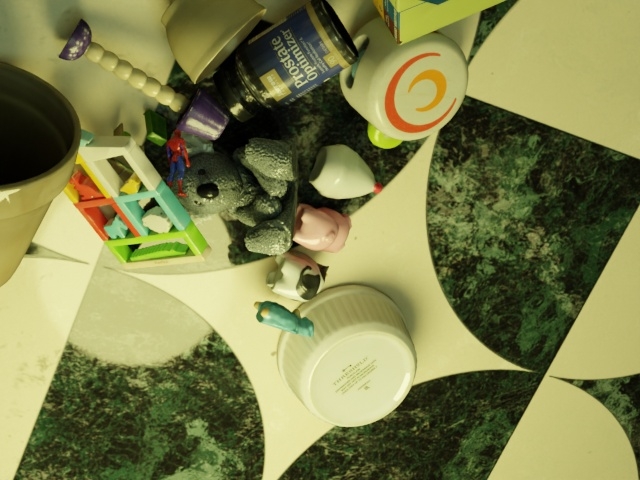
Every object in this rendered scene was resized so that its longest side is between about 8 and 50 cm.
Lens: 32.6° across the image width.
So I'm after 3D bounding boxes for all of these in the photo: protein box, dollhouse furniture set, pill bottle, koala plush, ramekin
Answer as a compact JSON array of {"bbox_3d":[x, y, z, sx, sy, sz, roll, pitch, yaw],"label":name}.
[{"bbox_3d":[0.166,-0.452,1.703,0.200,0.201,0.136,-24,157,-6],"label":"protein box"},{"bbox_3d":[-0.320,-0.148,1.817,0.076,0.058,0.152,29,123,-37],"label":"dollhouse furniture set"},{"bbox_3d":[-0.059,-0.287,1.768,0.219,0.123,0.123,-31,123,13],"label":"pill bottle"},{"bbox_3d":[-0.151,-0.092,1.838,0.221,0.203,0.196,2,108,3],"label":"koala plush"},{"bbox_3d":[0.060,0.232,2.084,0.273,0.127,0.273,-8,119,-15],"label":"ramekin"}]

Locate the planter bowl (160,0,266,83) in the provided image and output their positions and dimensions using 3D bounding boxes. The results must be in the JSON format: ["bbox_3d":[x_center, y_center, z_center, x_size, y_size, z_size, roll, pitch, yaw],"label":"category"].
[{"bbox_3d":[-0.179,-0.339,1.703,0.109,0.162,0.162,43,97,-5],"label":"planter bowl"}]

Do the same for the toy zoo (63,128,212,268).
[{"bbox_3d":[-0.325,-0.071,1.778,0.192,0.030,0.293,-7,130,36],"label":"toy zoo"}]

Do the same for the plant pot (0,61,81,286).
[{"bbox_3d":[-0.538,-0.073,1.638,0.323,0.323,0.280,3,130,-21],"label":"plant pot"}]

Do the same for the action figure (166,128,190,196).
[{"bbox_3d":[-0.233,-0.126,1.779,0.038,0.115,0.030,-8,167,28],"label":"action figure"}]

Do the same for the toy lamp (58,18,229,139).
[{"bbox_3d":[-0.270,-0.247,1.717,0.275,0.080,0.080,31,103,-17],"label":"toy lamp"}]

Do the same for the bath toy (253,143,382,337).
[{"bbox_3d":[0.000,0.000,1.939,0.129,0.151,0.348,20,101,-16],"label":"bath toy"}]

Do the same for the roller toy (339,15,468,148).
[{"bbox_3d":[0.139,-0.280,1.837,0.209,0.146,0.191,-33,131,-8],"label":"roller toy"}]
